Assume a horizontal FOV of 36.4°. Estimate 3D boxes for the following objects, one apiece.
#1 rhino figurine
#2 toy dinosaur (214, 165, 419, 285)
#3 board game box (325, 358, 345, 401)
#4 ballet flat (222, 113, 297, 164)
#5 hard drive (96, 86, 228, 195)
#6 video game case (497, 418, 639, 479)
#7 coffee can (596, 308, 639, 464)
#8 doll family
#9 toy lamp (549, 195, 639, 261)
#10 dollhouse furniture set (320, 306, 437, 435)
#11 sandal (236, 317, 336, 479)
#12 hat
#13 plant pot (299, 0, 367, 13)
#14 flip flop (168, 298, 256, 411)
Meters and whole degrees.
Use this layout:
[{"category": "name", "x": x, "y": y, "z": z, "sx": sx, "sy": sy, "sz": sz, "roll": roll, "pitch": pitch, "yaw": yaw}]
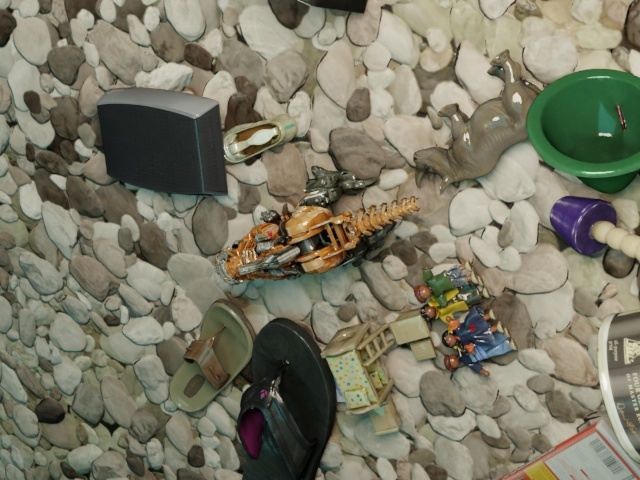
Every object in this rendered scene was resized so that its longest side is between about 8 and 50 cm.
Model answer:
[{"category": "rhino figurine", "x": 0.207, "y": -0.143, "z": 1.324, "sx": 0.106, "sy": 0.073, "sz": 0.243, "roll": 51, "pitch": 127, "yaw": 7}, {"category": "toy dinosaur", "x": 0.000, "y": 0.000, "z": 1.414, "sx": 0.322, "sy": 0.218, "sz": 0.164, "roll": 6, "pitch": 112, "yaw": 28}, {"category": "board game box", "x": 0.052, "y": 0.223, "z": 1.597, "sx": 0.090, "sy": 0.020, "sz": 0.090, "roll": -3, "pitch": 108, "yaw": 32}, {"category": "ballet flat", "x": -0.112, "y": -0.157, "z": 1.516, "sx": 0.168, "sy": 0.052, "sz": 0.057, "roll": -21, "pitch": 98, "yaw": 35}, {"category": "hard drive", "x": -0.264, "y": -0.158, "z": 1.585, "sx": 0.255, "sy": 0.054, "sz": 0.172, "roll": 12, "pitch": 116, "yaw": 36}, {"category": "video game case", "x": 0.386, "y": 0.415, "z": 1.479, "sx": 0.204, "sy": 0.025, "sz": 0.285, "roll": 50, "pitch": 125, "yaw": 3}, {"category": "coffee can", "x": 0.510, "y": 0.159, "z": 1.192, "sx": 0.275, "sy": 0.201, "sz": 0.201, "roll": -18, "pitch": 100, "yaw": 35}, {"category": "doll family", "x": 0.204, "y": 0.119, "z": 1.430, "sx": 0.111, "sy": 0.076, "sz": 0.193, "roll": -27, "pitch": 90, "yaw": 16}, {"category": "toy lamp", "x": 0.393, "y": 0.011, "z": 1.209, "sx": 0.275, "sy": 0.080, "sz": 0.080, "roll": 37, "pitch": 132, "yaw": 54}, {"category": "dollhouse furniture set", "x": 0.115, "y": 0.218, "z": 1.496, "sx": 0.161, "sy": 0.101, "sz": 0.182, "roll": -19, "pitch": 102, "yaw": 25}, {"category": "sandal", "x": -0.073, "y": 0.344, "z": 1.661, "sx": 0.168, "sy": 0.107, "sz": 0.445, "roll": 20, "pitch": 119, "yaw": 28}, {"category": "hat", "x": 0.367, "y": -0.088, "z": 1.251, "sx": 0.173, "sy": 0.208, "sz": 0.183, "roll": -23, "pitch": 141, "yaw": 0}, {"category": "plant pot", "x": -0.020, "y": -0.417, "z": 1.288, "sx": 0.187, "sy": 0.188, "sz": 0.167, "roll": 30, "pitch": 109, "yaw": 17}, {"category": "flip flop", "x": -0.201, "y": 0.215, "z": 1.705, "sx": 0.112, "sy": 0.080, "sz": 0.277, "roll": 43, "pitch": 125, "yaw": 8}]
